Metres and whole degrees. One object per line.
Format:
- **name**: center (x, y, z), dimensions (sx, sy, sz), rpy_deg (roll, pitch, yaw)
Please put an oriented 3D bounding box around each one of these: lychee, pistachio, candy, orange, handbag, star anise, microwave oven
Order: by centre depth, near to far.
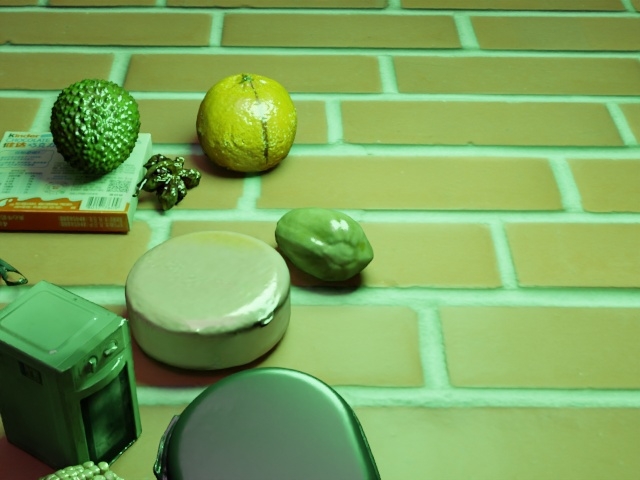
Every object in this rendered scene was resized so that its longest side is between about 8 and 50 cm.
- **handbag**: center (-0.060, 0.288, 1.200), dimensions (0.253, 0.093, 0.308), rpy_deg (-14, 50, -7)
- **microwave oven**: center (-0.317, 0.174, 1.292), dimensions (0.163, 0.205, 0.129), rpy_deg (24, 43, 26)
- **candy**: center (-0.158, 0.087, 1.503), dimensions (0.255, 0.094, 0.255), rpy_deg (0, 37, 0)
- **pistachio**: center (0.000, 0.000, 1.617), dimensions (0.185, 0.108, 0.126), rpy_deg (21, 17, 36)
- **lychee**: center (-0.383, -0.190, 1.741), dimensions (0.171, 0.171, 0.171), rpy_deg (0, 37, 0)
- **star anise**: center (-0.273, -0.101, 1.756), dimensions (0.097, 0.070, 0.191), rpy_deg (40, 34, -3)
- **orange**: center (-0.132, -0.216, 1.855), dimensions (0.193, 0.161, 0.193), rpy_deg (-3, 40, 2)

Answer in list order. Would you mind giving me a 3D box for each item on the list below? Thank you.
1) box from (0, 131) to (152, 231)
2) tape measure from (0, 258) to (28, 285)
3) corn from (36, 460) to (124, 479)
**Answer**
- **box**: center (-0.447, -0.108, 1.798), dimensions (0.273, 0.048, 0.265), rpy_deg (1, 36, 1)
- **tape measure**: center (-0.525, 0.008, 1.592), dimensions (0.179, 0.107, 0.104), rpy_deg (6, 33, 13)
- **corn**: center (-0.328, 0.315, 1.206), dimensions (0.210, 0.087, 0.087), rpy_deg (-23, 43, -31)
